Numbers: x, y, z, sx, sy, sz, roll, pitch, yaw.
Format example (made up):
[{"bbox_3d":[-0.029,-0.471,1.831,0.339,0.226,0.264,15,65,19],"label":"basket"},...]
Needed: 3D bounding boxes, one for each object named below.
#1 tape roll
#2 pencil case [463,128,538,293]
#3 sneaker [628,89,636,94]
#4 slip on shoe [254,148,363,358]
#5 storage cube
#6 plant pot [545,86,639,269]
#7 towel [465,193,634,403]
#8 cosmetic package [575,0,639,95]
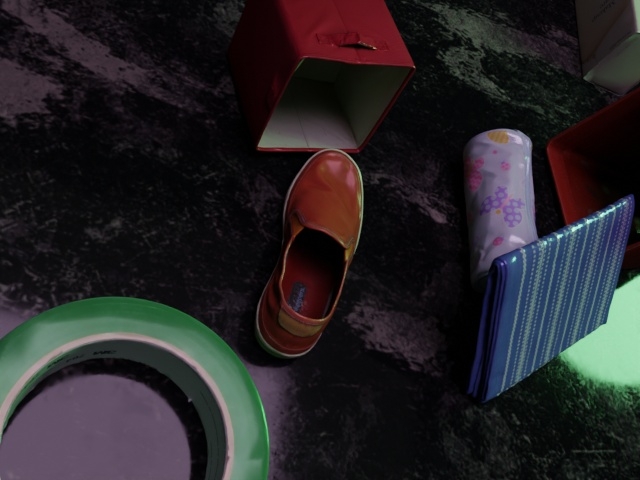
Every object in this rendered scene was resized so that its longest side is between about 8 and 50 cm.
[{"bbox_3d":[-0.216,0.220,0.709,0.321,0.077,0.321,12,61,-21],"label":"tape roll"},{"bbox_3d":[0.292,-0.045,1.083,0.114,0.124,0.273,14,59,-21],"label":"pencil case"},{"bbox_3d":[0.750,-0.287,1.457,0.262,0.104,0.125,-36,110,-21],"label":"sneaker"},{"bbox_3d":[0.000,0.000,0.922,0.123,0.101,0.331,26,55,-12],"label":"slip on shoe"},{"bbox_3d":[-0.010,-0.260,0.988,0.184,0.215,0.193,-3,60,-28],"label":"storage cube"},{"bbox_3d":[0.606,-0.094,1.202,0.236,0.267,0.267,14,59,-34],"label":"plant pot"},{"bbox_3d":[0.344,0.080,1.003,0.336,0.243,0.040,-20,35,-34],"label":"towel"},{"bbox_3d":[0.659,-0.493,1.487,0.113,0.160,0.309,19,57,-17],"label":"cosmetic package"}]
